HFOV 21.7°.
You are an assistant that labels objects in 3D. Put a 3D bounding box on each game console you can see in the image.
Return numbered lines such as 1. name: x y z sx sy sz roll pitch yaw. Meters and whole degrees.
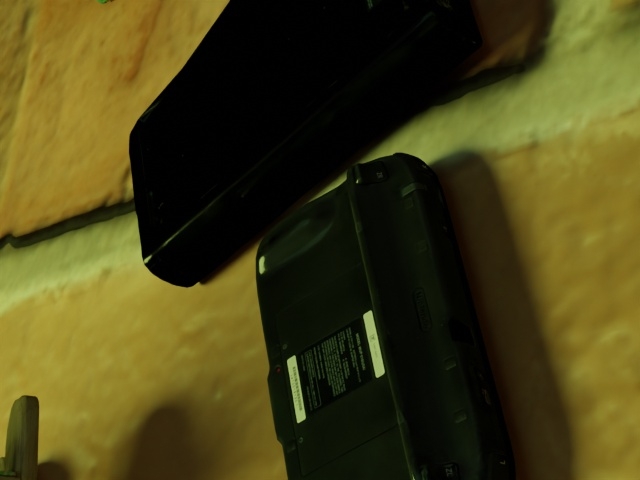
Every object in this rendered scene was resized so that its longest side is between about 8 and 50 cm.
1. game console: 0.000 0.000 0.787 0.213 0.044 0.361 -39 43 29

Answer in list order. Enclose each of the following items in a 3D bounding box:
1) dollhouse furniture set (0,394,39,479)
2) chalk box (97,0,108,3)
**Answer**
1. dollhouse furniture set: -0.274 0.124 0.893 0.242 0.212 0.161 122 150 -52
2. chalk box: -0.136 -0.243 1.011 0.213 0.132 0.132 -18 55 42
